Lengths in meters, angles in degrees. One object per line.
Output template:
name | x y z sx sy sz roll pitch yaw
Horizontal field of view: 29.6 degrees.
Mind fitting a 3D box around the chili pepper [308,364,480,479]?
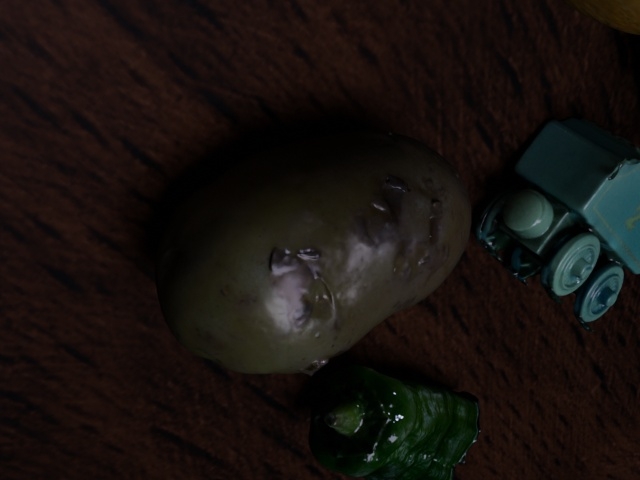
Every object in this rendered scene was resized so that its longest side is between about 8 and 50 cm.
chili pepper | 0.069 0.190 1.199 0.136 0.099 0.270 -40 148 11

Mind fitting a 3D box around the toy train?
toy train | 0.249 -0.020 1.149 0.163 0.112 0.203 -53 145 1

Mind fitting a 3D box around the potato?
potato | 0.000 0.000 0.911 0.262 0.165 0.165 -29 142 -27

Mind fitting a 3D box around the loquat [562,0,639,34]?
loquat | 0.237 -0.263 0.771 0.275 0.275 0.275 -24 140 -23
